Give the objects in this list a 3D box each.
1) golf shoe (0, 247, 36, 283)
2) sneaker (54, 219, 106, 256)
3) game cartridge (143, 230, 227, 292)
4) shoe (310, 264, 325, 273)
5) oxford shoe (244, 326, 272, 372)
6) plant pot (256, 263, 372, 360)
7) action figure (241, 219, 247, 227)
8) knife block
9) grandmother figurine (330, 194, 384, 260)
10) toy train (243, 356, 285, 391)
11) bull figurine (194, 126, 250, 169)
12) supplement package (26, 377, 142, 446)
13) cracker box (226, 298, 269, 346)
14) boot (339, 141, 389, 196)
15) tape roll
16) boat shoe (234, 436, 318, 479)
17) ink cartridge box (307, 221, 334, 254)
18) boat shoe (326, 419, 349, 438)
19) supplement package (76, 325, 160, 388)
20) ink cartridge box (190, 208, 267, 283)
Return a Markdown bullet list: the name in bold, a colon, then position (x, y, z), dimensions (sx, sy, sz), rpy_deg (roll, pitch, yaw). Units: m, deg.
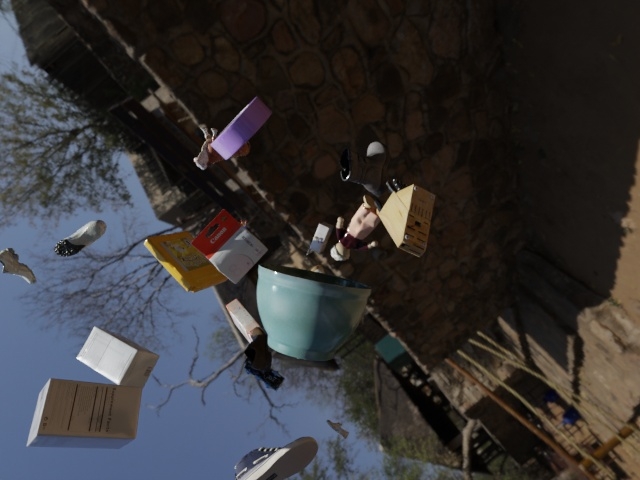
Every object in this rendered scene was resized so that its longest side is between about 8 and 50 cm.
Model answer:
- **golf shoe**: position (-1.227, 0.118, 1.828), dimensions (0.176, 0.069, 0.086), rpy_deg (53, -134, -12)
- **sneaker**: position (-1.019, -0.007, 1.944), dimensions (0.085, 0.237, 0.086), rpy_deg (59, 179, -14)
- **game cartridge**: position (-0.611, 0.092, 2.112), dimensions (0.323, 0.053, 0.285), rpy_deg (43, -160, 11)
- **shoe**: position (-0.057, 0.186, 1.809), dimensions (0.058, 0.219, 0.076), rpy_deg (51, -152, 15)
- **oxford shoe**: position (-0.256, 0.422, 1.820), dimensions (0.096, 0.083, 0.227), rpy_deg (13, -156, -21)
- **plant pot**: position (-0.031, 0.184, 1.149), dimensions (0.292, 0.197, 0.293), rpy_deg (11, 179, 0)
- **action figure**: position (-0.364, -0.038, 2.123), dimensions (0.038, 0.115, 0.030), rpy_deg (6, -176, -5)
- **knife block**: position (0.244, -0.070, 1.442), dimensions (0.088, 0.276, 0.242), rpy_deg (22, 158, -21)
- **grandmother figurine**: position (0.156, -0.030, 1.993), dimensions (0.207, 0.342, 0.104), rpy_deg (39, -146, 0)
- **toy train**: position (-0.228, 0.536, 1.843), dimensions (0.184, 0.080, 0.105), rpy_deg (32, 165, 12)
- **bull figurine**: position (-0.487, -0.462, 2.220), dimensions (0.101, 0.310, 0.189), rpy_deg (28, 129, 43)
- **supplement package**: position (-0.777, 0.582, 1.516), dimensions (0.292, 0.177, 0.176), rpy_deg (19, -131, -33)
- **cracker box**: position (-0.338, 0.397, 2.110), dimensions (0.232, 0.067, 0.156), rpy_deg (39, 153, 39)
- **boot**: position (0.195, -0.368, 2.053), dimensions (0.222, 0.118, 0.338), rpy_deg (24, -138, -24)
- **tape roll**: position (-0.323, -0.458, 1.857), dimensions (0.090, 0.275, 0.275), rpy_deg (44, -177, -20)
- **boat shoe**: position (-0.178, 0.814, 1.705), dimensions (0.127, 0.340, 0.158), rpy_deg (62, 170, -25)
- **ink cartridge box**: position (0.000, 0.000, 2.377), dimensions (0.061, 0.182, 0.104), rpy_deg (25, -166, 11)
- **boat shoe**: position (0.067, 0.718, 1.750), dimensions (0.100, 0.035, 0.035), rpy_deg (38, 166, 8)
- **supplement package**: position (-0.763, 0.440, 1.720), dimensions (0.243, 0.139, 0.134), rpy_deg (19, 165, 26)
- **ink cartridge box**: position (-0.346, 0.026, 1.751), dimensions (0.232, 0.189, 0.066), rpy_deg (46, 176, -32)
